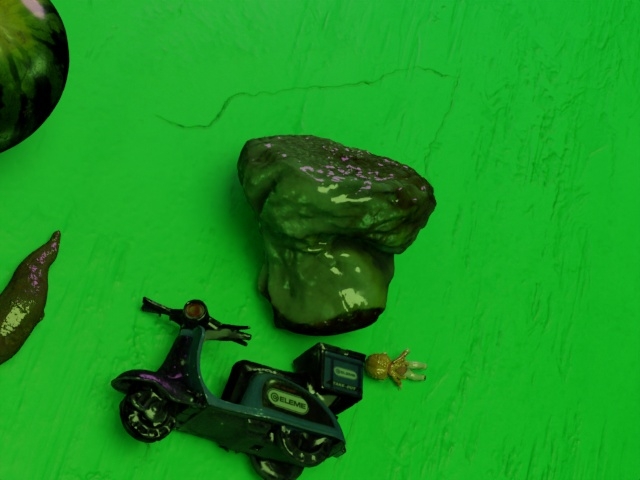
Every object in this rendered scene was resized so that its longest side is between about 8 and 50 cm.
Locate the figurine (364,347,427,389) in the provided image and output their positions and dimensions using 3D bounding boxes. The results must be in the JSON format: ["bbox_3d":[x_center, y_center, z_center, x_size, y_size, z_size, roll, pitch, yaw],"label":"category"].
[{"bbox_3d":[0.116,0.189,2.052,0.109,0.047,0.064,10,90,-33],"label":"figurine"}]

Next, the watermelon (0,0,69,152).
[{"bbox_3d":[-0.451,-0.235,1.761,0.269,0.269,0.269,11,67,-26],"label":"watermelon"}]

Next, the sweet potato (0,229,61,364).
[{"bbox_3d":[-0.381,0.071,1.797,0.068,0.068,0.226,32,59,-16],"label":"sweet potato"}]

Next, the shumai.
[{"bbox_3d":[0.000,0.000,2.000,0.309,0.304,0.263,7,103,-30],"label":"shumai"}]

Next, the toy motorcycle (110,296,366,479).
[{"bbox_3d":[-0.112,0.200,1.876,0.359,0.125,0.212,18,56,-25],"label":"toy motorcycle"}]
